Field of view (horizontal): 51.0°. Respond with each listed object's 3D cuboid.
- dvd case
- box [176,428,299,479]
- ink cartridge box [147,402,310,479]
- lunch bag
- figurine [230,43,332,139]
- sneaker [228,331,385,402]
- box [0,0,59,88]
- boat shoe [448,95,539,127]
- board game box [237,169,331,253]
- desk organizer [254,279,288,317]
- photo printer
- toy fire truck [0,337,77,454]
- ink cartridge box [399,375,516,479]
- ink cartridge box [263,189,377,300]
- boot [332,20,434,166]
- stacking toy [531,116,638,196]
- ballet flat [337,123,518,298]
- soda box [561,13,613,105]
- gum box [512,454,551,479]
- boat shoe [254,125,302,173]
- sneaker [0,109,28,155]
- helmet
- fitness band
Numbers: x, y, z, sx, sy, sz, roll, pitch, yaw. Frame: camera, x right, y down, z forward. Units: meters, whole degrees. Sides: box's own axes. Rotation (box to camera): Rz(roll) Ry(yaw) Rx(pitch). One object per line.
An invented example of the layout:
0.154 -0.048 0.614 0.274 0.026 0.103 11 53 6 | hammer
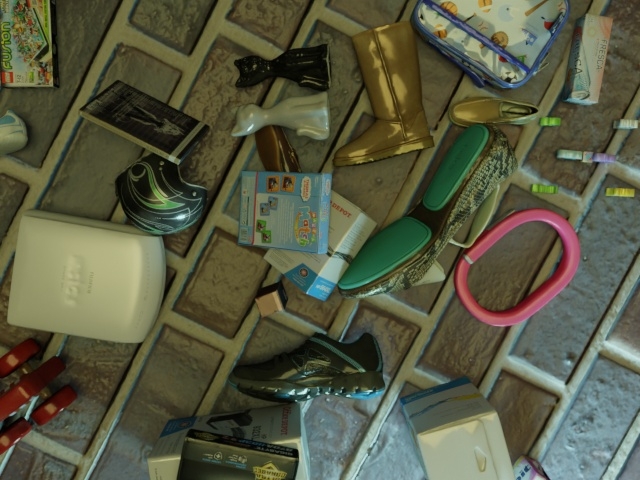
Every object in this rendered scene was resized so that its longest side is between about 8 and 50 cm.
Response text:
-0.359 -0.247 1.386 0.221 0.165 0.018 26 126 -3 | dvd case
-0.163 0.466 1.272 0.220 0.051 0.175 12 93 -3 | box
-0.181 0.452 1.409 0.307 0.223 0.129 -8 94 -1 | ink cartridge box
0.354 -0.462 1.407 0.303 0.115 0.243 33 95 -3 | lunch bag
-0.084 -0.303 1.388 0.209 0.092 0.215 -2 61 6 | figurine
-0.031 0.278 1.471 0.340 0.125 0.140 -2 67 1 | sneaker
-0.618 -0.427 1.418 0.114 0.036 0.207 -1 95 -1 | box
0.374 -0.280 1.440 0.189 0.072 0.068 -5 95 -1 | boat shoe
-0.077 -0.062 1.379 0.211 0.039 0.160 6 95 35 | board game box
-0.104 0.124 1.432 0.050 0.130 0.047 -20 95 3 | desk organizer
-0.488 0.082 1.428 0.307 0.107 0.256 10 94 -2 | photo printer
-0.666 0.348 1.371 0.302 0.254 0.169 -36 95 1 | toy fire truck
0.284 0.421 1.415 0.168 0.233 0.171 -17 95 0 | ink cartridge box
0.000 0.000 1.413 0.148 0.086 0.203 37 94 36 | ink cartridge box
0.111 -0.306 1.430 0.236 0.089 0.270 -15 94 -8 | boot
0.579 -0.183 1.465 0.221 0.052 0.167 3 94 -1 | stacking toy
0.250 -0.024 1.431 0.182 0.164 0.483 40 91 -29 | ballet flat
0.573 -0.388 1.445 0.062 0.058 0.183 8 94 -2 | soda box
0.438 0.578 1.495 0.062 0.107 0.188 36 93 -4 | gum box
-0.082 -0.169 1.444 0.073 0.073 0.207 -20 99 -38 | boat shoe
-0.730 -0.199 1.419 0.237 0.085 0.086 -23 69 4 | sneaker
-0.327 -0.091 1.394 0.169 0.169 0.162 -33 90 1 | helmet
0.433 0.057 1.480 0.291 0.054 0.209 -41 95 3 | fitness band
